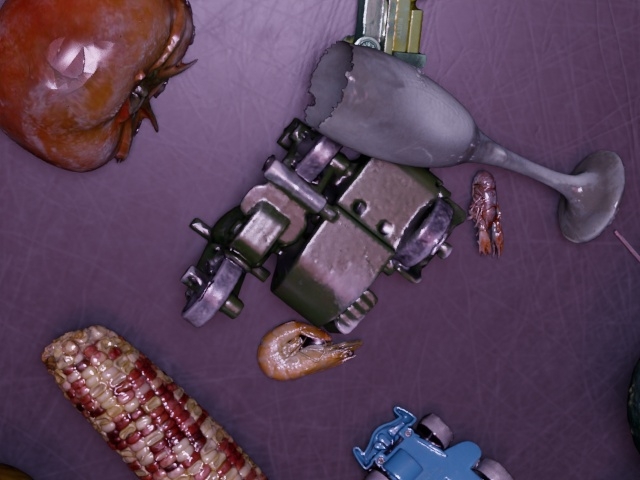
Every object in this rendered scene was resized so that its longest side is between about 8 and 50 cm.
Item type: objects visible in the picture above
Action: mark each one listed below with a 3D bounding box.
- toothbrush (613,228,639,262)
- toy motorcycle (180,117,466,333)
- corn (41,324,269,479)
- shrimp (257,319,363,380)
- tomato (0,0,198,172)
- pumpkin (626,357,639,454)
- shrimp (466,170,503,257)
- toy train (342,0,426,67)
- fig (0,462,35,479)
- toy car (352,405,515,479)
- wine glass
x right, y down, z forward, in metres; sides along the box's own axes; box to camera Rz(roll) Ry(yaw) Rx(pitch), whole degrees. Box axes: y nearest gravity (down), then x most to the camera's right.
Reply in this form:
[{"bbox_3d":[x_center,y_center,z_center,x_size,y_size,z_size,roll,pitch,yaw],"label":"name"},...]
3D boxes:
[{"bbox_3d":[0.332,0.025,1.355,0.008,0.006,0.097,-40,101,8],"label":"toothbrush"},{"bbox_3d":[0.000,0.000,1.274,0.205,0.127,0.275,38,89,-11],"label":"toy motorcycle"},{"bbox_3d":[-0.158,0.195,1.310,0.098,0.098,0.290,-43,98,5],"label":"corn"},{"bbox_3d":[-0.012,0.106,1.339,0.108,0.023,0.059,-18,93,-1],"label":"shrimp"},{"bbox_3d":[-0.219,-0.166,1.207,0.181,0.155,0.214,28,99,-5],"label":"tomato"},{"bbox_3d":[0.426,0.189,1.271,0.293,0.263,0.197,30,109,-22],"label":"pumpkin"},{"bbox_3d":[0.164,-0.022,1.319,0.029,0.038,0.092,-4,106,40],"label":"shrimp"},{"bbox_3d":[0.064,-0.215,1.270,0.081,0.050,0.122,1,102,-15],"label":"toy train"},{"bbox_3d":[-0.306,0.367,1.302,0.217,0.217,0.320,-30,122,2],"label":"fig"},{"bbox_3d":[0.109,0.260,1.355,0.161,0.098,0.126,40,67,17],"label":"toy car"},{"bbox_3d":[0.156,-0.171,1.250,0.310,0.096,0.264,21,76,-23],"label":"wine glass"}]
